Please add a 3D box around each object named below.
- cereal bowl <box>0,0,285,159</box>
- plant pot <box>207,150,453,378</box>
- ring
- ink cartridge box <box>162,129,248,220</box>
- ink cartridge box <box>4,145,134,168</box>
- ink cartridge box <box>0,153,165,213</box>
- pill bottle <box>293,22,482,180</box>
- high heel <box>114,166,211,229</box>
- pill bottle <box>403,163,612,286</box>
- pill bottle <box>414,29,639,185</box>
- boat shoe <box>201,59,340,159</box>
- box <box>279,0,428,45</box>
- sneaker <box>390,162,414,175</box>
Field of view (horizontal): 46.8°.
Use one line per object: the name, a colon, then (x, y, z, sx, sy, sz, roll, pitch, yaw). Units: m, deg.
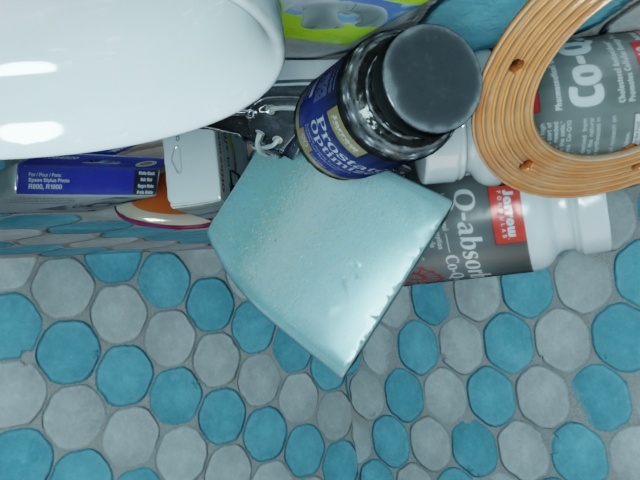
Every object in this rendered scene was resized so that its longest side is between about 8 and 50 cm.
cereal bowl: (-0.190, -0.146, 0.402, 0.339, 0.141, 0.339, -6, 175, -1)
plant pot: (0.000, 0.000, 0.985, 0.252, 0.248, 0.247, 32, -179, 7)
ring: (0.299, -0.162, 0.686, 0.336, 0.032, 0.336, -9, 142, -7)
ink cartridge box: (-0.155, -0.101, 1.046, 0.072, 0.127, 0.175, -7, 175, 8)
ink cartridge box: (-0.324, -0.129, 0.965, 0.207, 0.046, 0.097, -12, 174, 43)
ink cartridge box: (-0.348, -0.075, 1.034, 0.224, 0.045, 0.223, -11, 175, 41)
pill bottle: (0.060, -0.130, 0.714, 0.123, 0.123, 0.219, -5, 179, -18)
high heel: (-0.189, -0.067, 1.345, 0.377, 0.127, 0.181, -8, 166, -23)
pill bottle: (0.266, -0.045, 1.196, 0.363, 0.210, 0.210, -8, 175, 19)
pill bottle: (0.252, -0.149, 0.864, 0.283, 0.161, 0.161, -7, 175, 1)
boat shoe: (-0.047, -0.143, 0.852, 0.301, 0.102, 0.108, -6, 175, -15)
box: (0.032, -0.207, 0.586, 0.109, 0.042, 0.178, -4, 175, -36)
sneaker: (0.086, -0.144, 1.038, 0.163, 0.086, 0.226, 7, 179, -25)
